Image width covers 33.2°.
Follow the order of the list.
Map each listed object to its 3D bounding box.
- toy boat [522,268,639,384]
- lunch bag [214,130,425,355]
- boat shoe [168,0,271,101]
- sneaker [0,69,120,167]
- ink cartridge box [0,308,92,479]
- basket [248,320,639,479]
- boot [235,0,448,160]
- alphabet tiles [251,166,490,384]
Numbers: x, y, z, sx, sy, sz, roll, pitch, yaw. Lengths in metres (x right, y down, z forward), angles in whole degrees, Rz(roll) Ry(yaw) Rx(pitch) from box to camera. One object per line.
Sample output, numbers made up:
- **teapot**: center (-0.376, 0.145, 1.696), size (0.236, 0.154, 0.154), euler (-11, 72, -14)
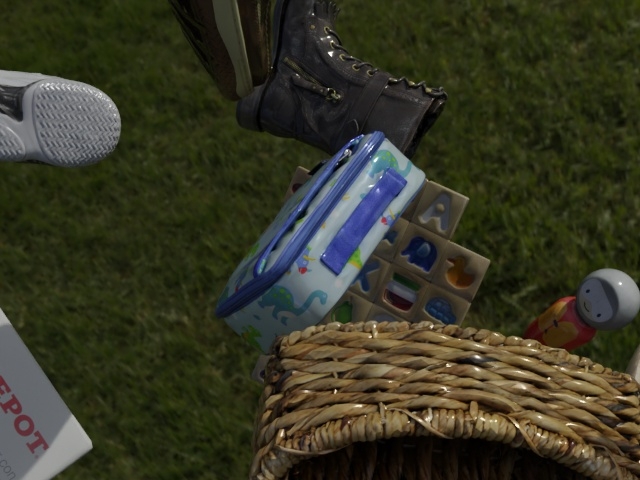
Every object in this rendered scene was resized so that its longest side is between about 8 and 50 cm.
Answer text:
- **toy boat**: center (0.383, 0.160, 1.200), size (0.148, 0.318, 0.267), euler (-42, 15, 43)
- **lunch bag**: center (0.000, 0.000, 1.049), size (0.219, 0.090, 0.176), euler (-53, 10, -29)
- **boat shoe**: center (-0.047, -0.181, 0.634), size (0.095, 0.257, 0.095), euler (-28, 64, -9)
- **sneaker**: center (-0.456, -0.171, 1.442), size (0.366, 0.137, 0.210), euler (8, 4, -13)
- **ink cartridge box**: center (-0.363, 0.154, 0.795), size (0.307, 0.223, 0.129), euler (-35, 5, -25)
- **basket**: center (0.093, 0.205, 0.781), size (0.299, 0.213, 0.223), euler (9, 48, -3)
- **boot**: center (0.043, -0.196, 1.264), size (0.229, 0.091, 0.263), euler (21, 88, 20)
- **alphabet tiles**: center (0.045, 0.066, 1.378), size (0.285, 0.011, 0.342), euler (27, 100, 21)
